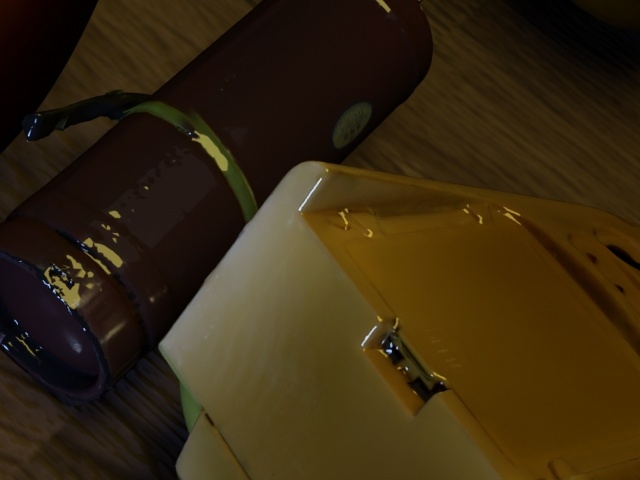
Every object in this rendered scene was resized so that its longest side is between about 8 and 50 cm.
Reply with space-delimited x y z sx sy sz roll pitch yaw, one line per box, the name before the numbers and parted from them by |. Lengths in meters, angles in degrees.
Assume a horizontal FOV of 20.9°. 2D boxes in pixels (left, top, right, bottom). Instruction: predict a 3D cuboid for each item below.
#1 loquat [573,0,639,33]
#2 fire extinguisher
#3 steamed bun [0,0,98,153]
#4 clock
loquat | 0.242 -0.269 1.087 0.284 0.276 0.276 -26 75 -24
fire extinguisher | -0.043 -0.072 0.914 0.341 0.105 0.141 -46 127 -32
steamed bun | -0.216 -0.170 0.824 0.248 0.235 0.379 16 54 -10
clock | 0.106 0.093 0.836 0.317 0.200 0.244 -3 49 -44
